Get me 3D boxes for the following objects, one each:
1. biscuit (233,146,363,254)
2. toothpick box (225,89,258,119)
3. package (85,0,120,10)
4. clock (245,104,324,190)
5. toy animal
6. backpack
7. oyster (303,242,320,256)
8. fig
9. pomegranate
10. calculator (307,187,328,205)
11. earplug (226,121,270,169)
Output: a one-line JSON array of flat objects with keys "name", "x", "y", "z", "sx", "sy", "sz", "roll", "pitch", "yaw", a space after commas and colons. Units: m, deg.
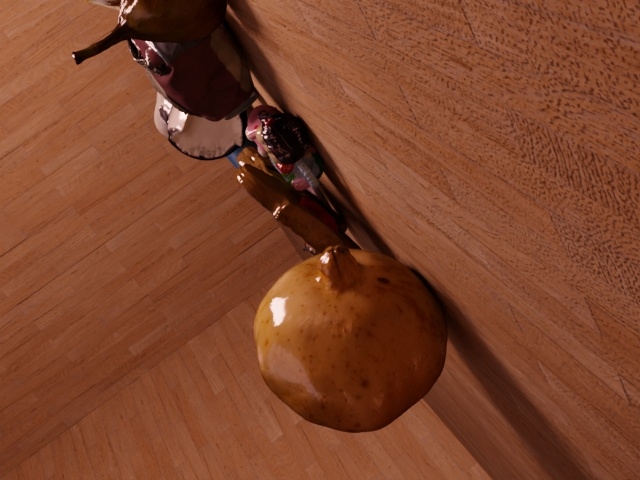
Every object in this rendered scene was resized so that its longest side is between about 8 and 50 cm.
[{"name": "biscuit", "x": -0.033, "y": -0.074, "z": 1.987, "sx": 0.368, "sy": 0.076, "sz": 0.394, "roll": 38, "pitch": -173, "yaw": -12}, {"name": "toothpick box", "x": -0.231, "y": -0.373, "z": 2.063, "sx": 0.153, "sy": 0.101, "sz": 0.101, "roll": 54, "pitch": 175, "yaw": 2}, {"name": "package", "x": -0.419, "y": -0.620, "z": 2.061, "sx": 0.221, "sy": 0.165, "sz": 0.311, "roll": 11, "pitch": -171, "yaw": -22}, {"name": "clock", "x": -0.068, "y": -0.192, "z": 1.825, "sx": 0.194, "sy": 0.100, "sz": 0.195, "roll": 51, "pitch": 179, "yaw": -17}, {"name": "toy animal", "x": -0.338, "y": -0.363, "z": 2.426, "sx": 0.251, "sy": 0.251, "sz": 0.310, "roll": 57, "pitch": -178, "yaw": -34}, {"name": "backpack", "x": -0.302, "y": -0.424, "z": 1.819, "sx": 0.317, "sy": 0.197, "sz": 0.283, "roll": 54, "pitch": 179, "yaw": 25}, {"name": "oyster", "x": -0.003, "y": -0.001, "z": 2.503, "sx": 0.396, "sy": 0.111, "sz": 0.204, "roll": 48, "pitch": 176, "yaw": 21}, {"name": "fig", "x": -0.314, "y": -0.429, "z": 1.560, "sx": 0.190, "sy": 0.290, "sz": 0.190, "roll": 169, "pitch": 90, "yaw": -90}, {"name": "pomegranate", "x": 0.053, "y": 0.171, "z": 1.711, "sx": 0.410, "sy": 0.410, "sz": 0.410, "roll": 53, "pitch": 175, "yaw": 7}, {"name": "calculator", "x": -0.007, "y": -0.104, "z": 2.264, "sx": 0.103, "sy": 0.024, "sz": 0.166, "roll": 50, "pitch": 173, "yaw": 35}, {"name": "earplug", "x": -0.237, "y": -0.285, "z": 2.648, "sx": 0.273, "sy": 0.132, "sz": 0.132, "roll": 51, "pitch": 176, "yaw": -8}]
